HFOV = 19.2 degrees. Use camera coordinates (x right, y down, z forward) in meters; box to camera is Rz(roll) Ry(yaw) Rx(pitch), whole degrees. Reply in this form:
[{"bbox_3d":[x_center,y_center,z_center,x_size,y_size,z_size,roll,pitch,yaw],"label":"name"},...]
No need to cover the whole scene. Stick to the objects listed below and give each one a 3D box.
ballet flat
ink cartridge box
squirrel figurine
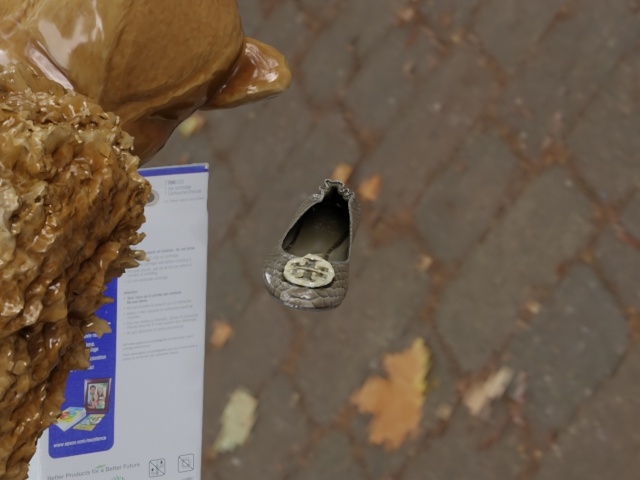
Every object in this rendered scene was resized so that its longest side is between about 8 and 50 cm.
[{"bbox_3d":[0.000,0.000,1.802,0.250,0.084,0.058,-64,-9,-66],"label":"ballet flat"},{"bbox_3d":[-0.188,0.090,1.707,0.065,0.165,0.333,28,118,57],"label":"ink cartridge box"},{"bbox_3d":[-0.184,-0.019,1.086,0.370,0.281,0.397,-42,26,4],"label":"squirrel figurine"}]
